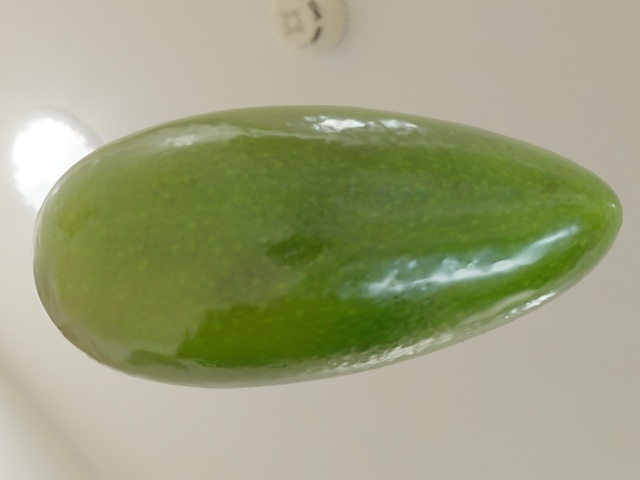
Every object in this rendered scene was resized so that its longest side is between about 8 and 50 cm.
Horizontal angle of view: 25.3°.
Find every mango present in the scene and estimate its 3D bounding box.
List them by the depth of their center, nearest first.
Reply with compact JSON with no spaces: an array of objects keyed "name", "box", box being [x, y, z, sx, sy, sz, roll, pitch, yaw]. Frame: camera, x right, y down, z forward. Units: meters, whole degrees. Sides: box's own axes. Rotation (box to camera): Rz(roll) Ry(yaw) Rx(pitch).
[{"name":"mango","box":[0.000,0.000,0.824,0.343,0.192,0.156,-8,-106,7]}]
